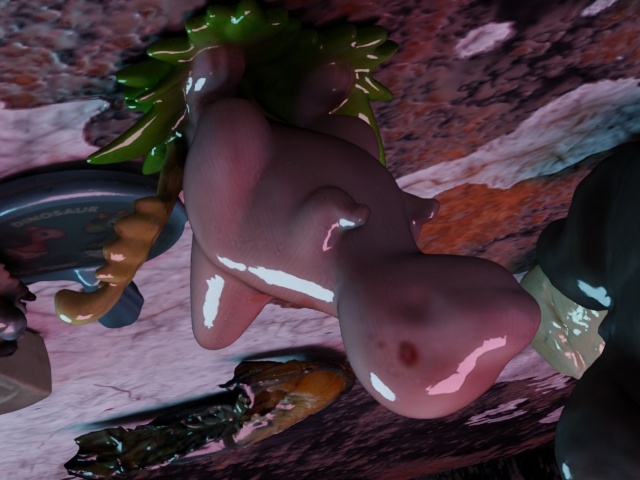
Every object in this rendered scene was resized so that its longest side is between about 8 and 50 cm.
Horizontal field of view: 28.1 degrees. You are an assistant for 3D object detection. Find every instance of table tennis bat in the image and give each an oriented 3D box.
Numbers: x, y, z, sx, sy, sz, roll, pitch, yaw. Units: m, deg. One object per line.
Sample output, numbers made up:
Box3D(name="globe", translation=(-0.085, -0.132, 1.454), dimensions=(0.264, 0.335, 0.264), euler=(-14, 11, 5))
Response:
Box3D(name="table tennis bat", translation=(-0.129, 0.006, 0.707), dimensions=(0.124, 0.033, 0.201), euler=(-10, 159, -1))

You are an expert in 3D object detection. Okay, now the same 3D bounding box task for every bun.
Box3D(name="bun", translation=(0.244, 0.055, 1.046), dimensions=(0.164, 0.111, 0.188), euler=(-11, 160, -23))

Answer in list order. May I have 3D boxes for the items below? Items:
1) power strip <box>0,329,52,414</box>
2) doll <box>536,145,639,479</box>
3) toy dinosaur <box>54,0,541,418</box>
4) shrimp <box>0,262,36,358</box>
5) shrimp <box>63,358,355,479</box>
Box3D(name="power strip", translation=(-0.246, 0.064, 0.769), dimensions=(0.080, 0.048, 0.286), euler=(-17, 162, 5))
Box3D(name="doll", translation=(0.267, -0.039, 0.686), dimensions=(0.382, 0.252, 0.378), euler=(-23, 130, 15))
Box3D(name="toy dinosaur", translation=(0.003, 0.001, 0.547), dimensions=(0.194, 0.177, 0.152), euler=(-24, 161, 33))
Box3D(name="shrimp", translation=(-0.241, 0.012, 0.571), dimensions=(0.164, 0.062, 0.317), euler=(-15, 158, 15))
Box3D(name="shrimp", translation=(-0.102, 0.166, 1.200), dimensions=(0.290, 0.054, 0.222), euler=(-16, 165, -10))
